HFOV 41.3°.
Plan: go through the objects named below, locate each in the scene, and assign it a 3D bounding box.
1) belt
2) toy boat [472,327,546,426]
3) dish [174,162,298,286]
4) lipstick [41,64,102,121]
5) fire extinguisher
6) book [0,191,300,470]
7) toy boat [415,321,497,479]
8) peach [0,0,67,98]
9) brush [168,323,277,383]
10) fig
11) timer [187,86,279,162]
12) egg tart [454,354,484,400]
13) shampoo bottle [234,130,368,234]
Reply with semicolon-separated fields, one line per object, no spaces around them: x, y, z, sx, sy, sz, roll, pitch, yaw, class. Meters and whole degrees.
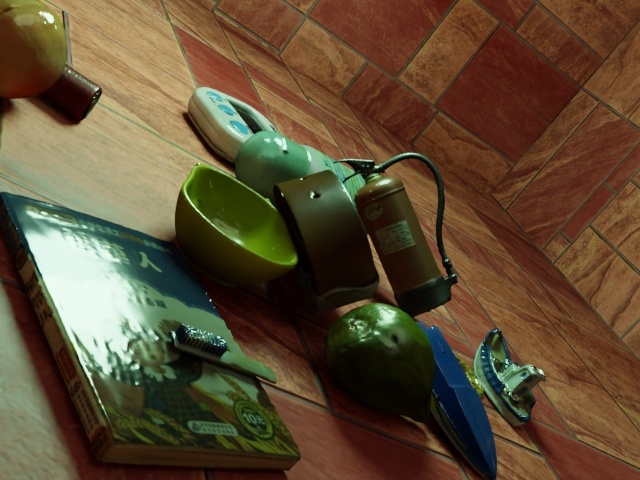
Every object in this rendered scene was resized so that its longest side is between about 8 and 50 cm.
0.000;0.000;1.529;0.338;0.122;0.217;-122;-163;-63;belt
0.403;0.279;1.804;0.114;0.115;0.262;31;18;-25;toy boat
-0.159;-0.011;1.407;0.221;0.108;0.262;32;19;-19;dish
-0.507;-0.309;1.514;0.241;0.080;0.080;35;17;-11;lipstick
0.186;-0.035;1.841;0.376;0.200;0.113;65;-21;1;fire extinguisher
-0.223;0.111;1.073;0.300;0.039;0.428;19;26;-48;book
0.226;0.288;1.489;0.129;0.088;0.295;17;38;-52;toy boat
-0.506;-0.316;1.379;0.184;0.184;0.184;35;17;-12;peach
-0.118;0.145;1.094;0.178;0.030;0.033;28;10;-40;brush
0.116;0.195;1.357;0.234;0.167;0.167;25;21;-21;fig
-0.189;-0.251;2.007;0.237;0.087;0.262;19;26;-46;timer
0.264;0.273;1.653;0.129;0.049;0.129;39;19;-16;egg tart
-0.035;-0.123;1.883;0.350;0.151;0.221;26;33;-38;shampoo bottle
